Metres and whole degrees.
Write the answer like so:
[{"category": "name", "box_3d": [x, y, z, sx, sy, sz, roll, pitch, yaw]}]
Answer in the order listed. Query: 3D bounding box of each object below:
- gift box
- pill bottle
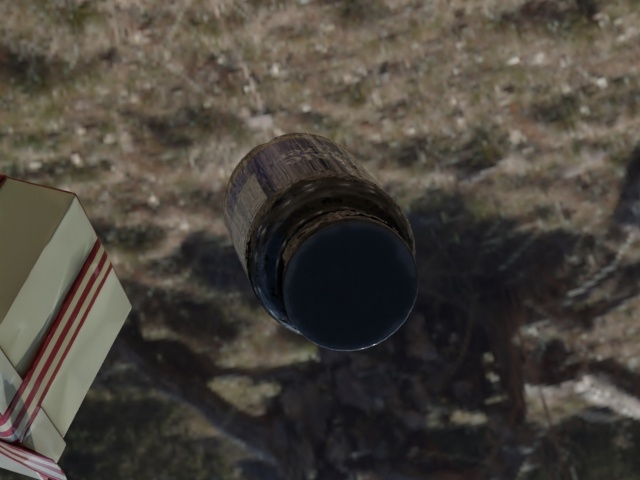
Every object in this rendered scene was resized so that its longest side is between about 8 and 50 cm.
[{"category": "gift box", "box_3d": [-0.354, 0.104, 1.342, 0.255, 0.258, 0.276, 11, 147, 23]}, {"category": "pill bottle", "box_3d": [0.000, 0.000, 0.960, 0.123, 0.219, 0.122, -3, 107, -11]}]
